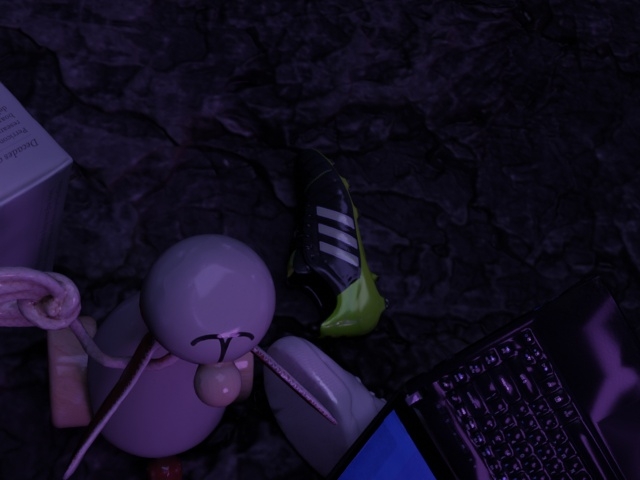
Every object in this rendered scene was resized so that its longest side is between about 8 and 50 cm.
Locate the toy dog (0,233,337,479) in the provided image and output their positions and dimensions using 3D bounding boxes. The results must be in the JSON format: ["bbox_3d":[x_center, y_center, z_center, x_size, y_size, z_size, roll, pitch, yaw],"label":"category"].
[{"bbox_3d":[-0.102,0.107,0.730,0.220,0.333,0.161,-11,80,3],"label":"toy dog"}]

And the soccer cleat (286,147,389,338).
[{"bbox_3d":[0.000,0.000,0.952,0.072,0.060,0.179,-10,67,-22],"label":"soccer cleat"}]

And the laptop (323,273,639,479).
[{"bbox_3d":[0.152,0.197,0.784,0.264,0.136,0.234,-30,100,4],"label":"laptop"}]

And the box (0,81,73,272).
[{"bbox_3d":[-0.288,-0.007,0.782,0.119,0.181,0.182,46,57,10],"label":"box"}]

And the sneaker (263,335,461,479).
[{"bbox_3d":[0.044,0.150,0.873,0.212,0.080,0.094,50,50,1],"label":"sneaker"}]
